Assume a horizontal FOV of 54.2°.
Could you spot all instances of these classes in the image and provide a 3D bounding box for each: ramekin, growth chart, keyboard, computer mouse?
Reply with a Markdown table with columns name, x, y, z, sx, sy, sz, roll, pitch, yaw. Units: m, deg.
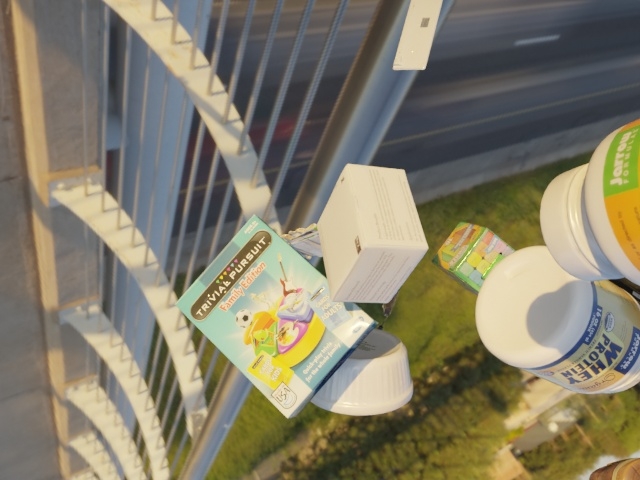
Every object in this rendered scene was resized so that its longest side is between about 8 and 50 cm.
| name | x | y | z | sx | sy | sz | roll | pitch | yaw |
| --- | --- | --- | --- | --- | --- | --- | --- | --- | --- |
| ramekin | 0.091 | 0.306 | 1.520 | 0.273 | 0.273 | 0.127 | -11 | 107 | -39 |
| growth chart | 0.000 | 0.000 | 1.504 | 0.237 | 0.021 | 0.172 | -14 | 151 | 35 |
| keyboard | 0.221 | -0.477 | 1.374 | 0.072 | 0.256 | 0.014 | 9 | 158 | 18 |
| computer mouse | 0.203 | 0.248 | 2.043 | 0.071 | 0.041 | 0.242 | 91 | 22 | -57 |

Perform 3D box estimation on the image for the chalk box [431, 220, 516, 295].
| name | x | y | z | sx | sy | sz | roll | pitch | yaw |
| --- | --- | --- | --- | --- | --- | --- | --- | --- | --- |
| chalk box | 0.376 | 0.051 | 1.470 | 0.132 | 0.132 | 0.213 | -52 | -170 | 0 |

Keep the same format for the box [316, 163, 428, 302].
| name | x | y | z | sx | sy | sz | roll | pitch | yaw |
| --- | --- | --- | --- | --- | --- | --- | --- | --- | --- |
| box | 0.085 | -0.009 | 1.117 | 0.119 | 0.180 | 0.182 | 4 | 143 | -19 |

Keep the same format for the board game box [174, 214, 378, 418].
| name | x | y | z | sx | sy | sz | roll | pitch | yaw |
| --- | --- | --- | --- | --- | --- | --- | --- | --- | --- |
| board game box | -0.093 | 0.150 | 1.280 | 0.253 | 0.336 | 0.079 | -49 | 163 | -1 |

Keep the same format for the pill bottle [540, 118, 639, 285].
| name | x | y | z | sx | sy | sz | roll | pitch | yaw |
| --- | --- | --- | --- | --- | --- | --- | --- | --- | --- |
| pill bottle | 0.283 | -0.036 | 0.446 | 0.136 | 0.136 | 0.246 | -19 | 178 | -27 |

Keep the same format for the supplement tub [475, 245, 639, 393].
| name | x | y | z | sx | sy | sz | roll | pitch | yaw |
| --- | --- | --- | --- | --- | --- | --- | --- | --- | --- |
| supplement tub | 0.476 | 0.163 | 1.197 | 0.316 | 0.228 | 0.228 | 25 | 121 | -34 |

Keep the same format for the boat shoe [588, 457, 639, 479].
| name | x | y | z | sx | sy | sz | roll | pitch | yaw |
| --- | --- | --- | --- | --- | --- | --- | --- | --- | --- |
| boat shoe | 0.657 | 0.447 | 1.157 | 0.342 | 0.123 | 0.123 | 3 | 163 | -18 |

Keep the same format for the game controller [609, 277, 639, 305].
| name | x | y | z | sx | sy | sz | roll | pitch | yaw |
| --- | --- | --- | --- | --- | --- | --- | --- | --- | --- |
| game controller | 0.690 | 0.134 | 1.330 | 0.067 | 0.319 | 0.166 | -3 | 107 | -1 |
